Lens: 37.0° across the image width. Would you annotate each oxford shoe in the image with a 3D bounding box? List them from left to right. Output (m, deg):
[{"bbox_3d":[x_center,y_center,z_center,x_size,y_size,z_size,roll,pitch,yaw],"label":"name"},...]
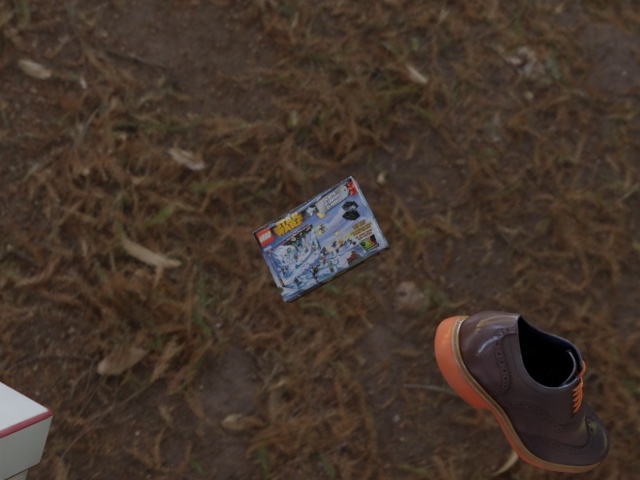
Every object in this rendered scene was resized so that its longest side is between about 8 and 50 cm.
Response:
[{"bbox_3d":[0.230,0.158,0.960,0.271,0.098,0.097,37,48,-33],"label":"oxford shoe"}]

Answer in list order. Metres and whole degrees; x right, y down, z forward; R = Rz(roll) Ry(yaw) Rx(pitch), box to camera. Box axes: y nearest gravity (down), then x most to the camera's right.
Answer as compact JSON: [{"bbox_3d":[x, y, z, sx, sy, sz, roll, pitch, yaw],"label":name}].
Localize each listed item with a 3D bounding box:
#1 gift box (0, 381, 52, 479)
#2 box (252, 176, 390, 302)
[{"bbox_3d":[-0.384,0.175,0.663,0.276,0.258,0.255,24,14,13],"label":"gift box"},{"bbox_3d":[0.000,0.000,1.108,0.137,0.027,0.094,-29,75,12],"label":"box"}]
